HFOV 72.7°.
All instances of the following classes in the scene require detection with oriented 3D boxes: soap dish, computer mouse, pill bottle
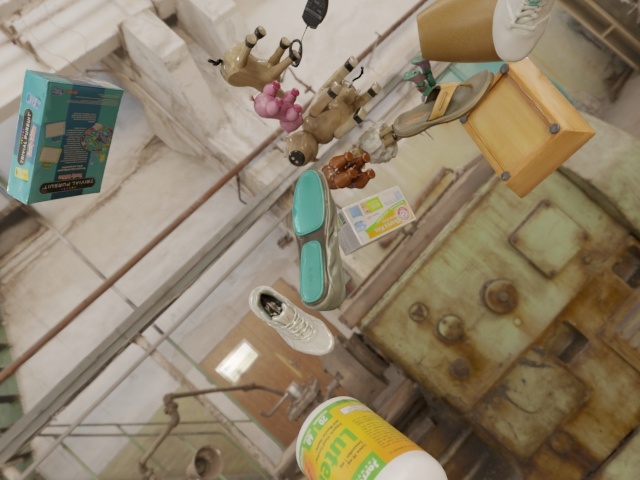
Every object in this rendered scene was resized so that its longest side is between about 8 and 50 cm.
[{"bbox_3d":[0.500,-0.291,1.103,0.118,0.291,0.229,-3,-34,-34],"label":"soap dish"},{"bbox_3d":[-0.038,-0.653,1.348,0.041,0.071,0.242,-45,-8,-51],"label":"computer mouse"},{"bbox_3d":[0.081,0.325,0.583,0.136,0.136,0.245,-47,29,-17],"label":"pill bottle"}]

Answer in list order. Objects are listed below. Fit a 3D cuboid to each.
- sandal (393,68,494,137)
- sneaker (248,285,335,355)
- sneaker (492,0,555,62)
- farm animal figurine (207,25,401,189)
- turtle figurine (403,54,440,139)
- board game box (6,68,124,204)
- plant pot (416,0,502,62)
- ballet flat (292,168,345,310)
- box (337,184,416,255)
[{"bbox_3d":[0.193,-0.228,0.715,0.180,0.049,0.072,-19,46,33],"label":"sandal"},{"bbox_3d":[-0.068,0.185,0.978,0.090,0.232,0.115,-57,-3,-11],"label":"sneaker"},{"bbox_3d":[0.292,-0.338,0.594,0.212,0.080,0.094,94,-166,-48],"label":"sneaker"},{"bbox_3d":[-0.020,-0.238,0.836,0.172,0.330,0.327,-27,11,47],"label":"farm animal figurine"},{"bbox_3d":[0.341,-0.442,1.348,0.118,0.234,0.175,-14,43,30],"label":"turtle figurine"},{"bbox_3d":[-0.707,-0.283,1.214,0.336,0.079,0.254,-66,-11,20],"label":"board game box"},{"bbox_3d":[0.392,-0.578,1.162,0.254,0.237,0.237,-7,11,18],"label":"plant pot"},{"bbox_3d":[0.000,0.000,0.645,0.072,0.213,0.068,-16,-22,35],"label":"ballet flat"},{"bbox_3d":[0.142,-0.056,1.195,0.203,0.114,0.103,-25,-6,-28],"label":"box"}]
